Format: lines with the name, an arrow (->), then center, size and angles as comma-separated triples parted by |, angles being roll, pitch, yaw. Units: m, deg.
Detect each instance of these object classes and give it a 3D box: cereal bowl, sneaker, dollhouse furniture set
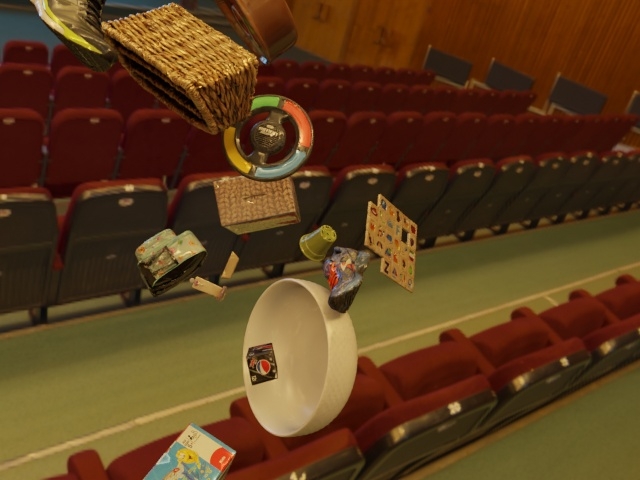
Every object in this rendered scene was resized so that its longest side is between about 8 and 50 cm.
cereal bowl -> -0.031, 0.255, 1.352 | 0.141, 0.339, 0.339 | 9, 28, -37
sneaker -> 0.041, 0.078, 1.268 | 0.087, 0.083, 0.221 | 23, 23, 3
sneaker -> -0.432, -0.416, 1.089 | 0.300, 0.121, 0.111 | 50, -2, 25
dollhouse furniture set -> -0.239, 0.070, 1.389 | 0.081, 0.114, 0.091 | 23, -6, -2

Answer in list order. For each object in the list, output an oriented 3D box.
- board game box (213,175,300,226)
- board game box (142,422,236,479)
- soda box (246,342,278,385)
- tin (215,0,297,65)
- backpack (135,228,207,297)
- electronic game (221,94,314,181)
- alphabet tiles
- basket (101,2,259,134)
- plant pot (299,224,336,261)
board game box -> -0.195, -0.121, 1.991 | 0.232, 0.141, 0.291 | -11, -5, 1
board game box -> -0.270, 0.469, 0.895 | 0.086, 0.308, 0.302 | 32, 41, 9
soda box -> -0.118, 0.248, 1.250 | 0.053, 0.060, 0.169 | -12, -3, -6
tin -> -0.080, -0.221, 0.459 | 0.040, 0.189, 0.106 | -34, 27, 1
backpack -> -0.422, 0.051, 1.737 | 0.188, 0.166, 0.144 | -29, 77, -18
electronic game -> -0.130, -0.253, 1.513 | 0.229, 0.229, 0.048 | 19, -13, 6
alphabet tiles -> 0.182, 0.003, 1.561 | 0.237, 0.009, 0.198 | 33, 56, -45
basket -> -0.324, -0.361, 1.386 | 0.299, 0.213, 0.223 | 36, 46, 16
plant pot -> 0.000, 0.000, 1.628 | 0.083, 0.079, 0.083 | 21, 47, -25
